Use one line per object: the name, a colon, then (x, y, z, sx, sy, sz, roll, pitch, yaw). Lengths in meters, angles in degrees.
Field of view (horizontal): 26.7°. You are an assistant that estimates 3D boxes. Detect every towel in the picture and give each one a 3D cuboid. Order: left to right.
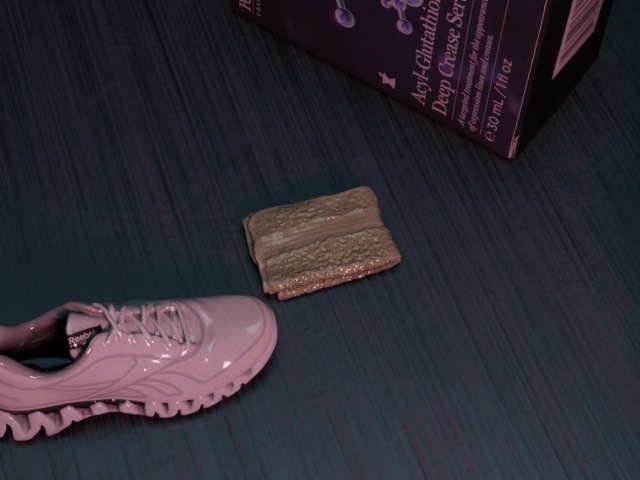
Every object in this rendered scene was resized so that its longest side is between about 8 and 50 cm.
towel: (0.000, 0.000, 1.382, 0.148, 0.027, 0.110, -13, 56, -12)

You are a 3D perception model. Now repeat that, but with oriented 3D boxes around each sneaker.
sneaker: (-0.179, 0.101, 1.246, 0.292, 0.118, 0.110, -13, 54, -14)

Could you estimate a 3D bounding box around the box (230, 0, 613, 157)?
box: (0.114, -0.329, 1.463, 0.395, 0.293, 0.212, 31, 58, 19)
